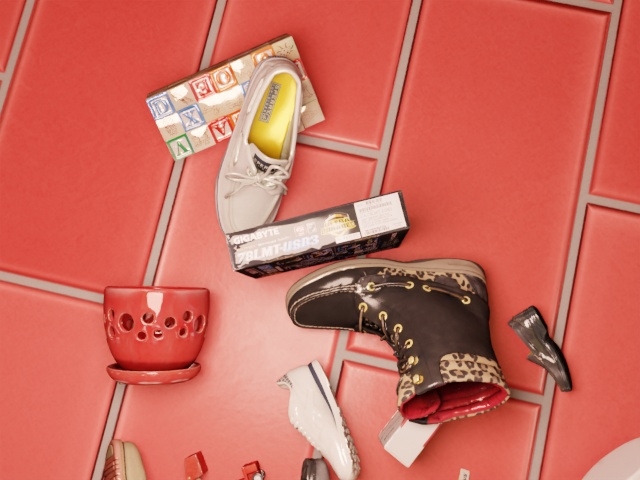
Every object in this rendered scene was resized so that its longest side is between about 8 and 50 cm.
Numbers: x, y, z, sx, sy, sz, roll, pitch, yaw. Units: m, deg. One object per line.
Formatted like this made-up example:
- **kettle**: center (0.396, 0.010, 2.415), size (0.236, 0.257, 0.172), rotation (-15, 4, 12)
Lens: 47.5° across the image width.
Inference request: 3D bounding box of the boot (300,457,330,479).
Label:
- **boot**: center (0.084, 0.544, 1.303), size (0.222, 0.118, 0.339), rotation (-8, 87, -6)

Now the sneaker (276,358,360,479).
- **sneaker**: center (-0.002, 0.335, 1.322), size (0.094, 0.090, 0.235), rotation (-23, 56, -3)

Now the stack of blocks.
- **stack of blocks**: center (-0.162, -0.258, 1.402), size (0.297, 0.087, 0.171), rotation (-23, 112, -2)

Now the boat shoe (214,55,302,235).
- **boat shoe**: center (-0.102, -0.143, 1.322), size (0.135, 0.156, 0.367), rotation (14, 108, -15)

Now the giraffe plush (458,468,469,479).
- **giraffe plush**: center (0.286, 0.492, 1.237), size (0.181, 0.170, 0.210), rotation (3, 69, -18)

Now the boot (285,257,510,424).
- **boot**: center (0.132, 0.172, 1.272), size (0.377, 0.138, 0.284), rotation (-3, 44, -4)

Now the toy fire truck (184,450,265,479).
- **toy fire truck**: center (-0.162, 0.472, 1.343), size (0.135, 0.047, 0.192), rotation (-20, 82, 0)

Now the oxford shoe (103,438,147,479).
- **oxford shoe**: center (-0.295, 0.547, 1.317), size (0.146, 0.140, 0.397), rotation (-10, 74, -30)

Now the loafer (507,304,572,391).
- **loafer**: center (0.413, 0.209, 1.360), size (0.061, 0.062, 0.170), rotation (-30, 77, 20)

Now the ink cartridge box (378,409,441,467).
- **ink cartridge box**: center (0.158, 0.340, 1.306), size (0.056, 0.135, 0.099), rotation (39, 85, 5)

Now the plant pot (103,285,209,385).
- **plant pot**: center (-0.298, 0.169, 1.330), size (0.191, 0.191, 0.174), rotation (-1, 88, 2)

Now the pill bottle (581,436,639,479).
- **pill bottle**: center (0.617, 0.527, 1.221), size (0.204, 0.204, 0.361), rotation (-38, 82, -4)

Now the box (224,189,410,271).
- **box**: center (0.000, 0.000, 1.286), size (0.293, 0.295, 0.074), rotation (-12, 83, 1)
